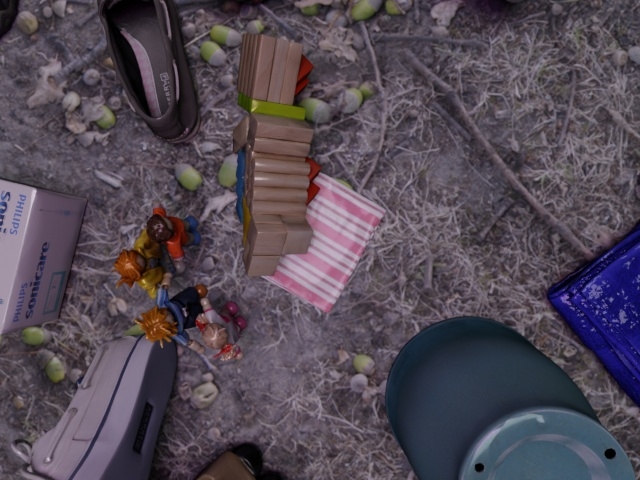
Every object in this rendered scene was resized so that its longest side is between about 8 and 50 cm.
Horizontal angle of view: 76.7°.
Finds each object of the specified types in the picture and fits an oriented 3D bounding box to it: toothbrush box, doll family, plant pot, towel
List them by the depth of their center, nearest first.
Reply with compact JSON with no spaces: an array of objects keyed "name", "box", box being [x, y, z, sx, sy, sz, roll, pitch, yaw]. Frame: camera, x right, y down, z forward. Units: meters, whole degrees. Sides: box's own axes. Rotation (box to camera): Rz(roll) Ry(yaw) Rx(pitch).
[{"name":"plant pot","box":[0.237,0.257,0.533,0.272,0.255,0.271,0,89,2]},{"name":"doll family","box":[-0.216,0.077,0.592,0.119,0.163,0.262,-28,89,2]},{"name":"towel","box":[0.533,0.135,0.607,0.228,0.076,0.308,-39,89,5]},{"name":"toothbrush box","box":[-0.556,-0.003,0.623,0.296,0.126,0.216,13,90,3]},{"name":"towel","box":[0.000,0.000,0.653,0.144,0.029,0.196,29,91,1]}]

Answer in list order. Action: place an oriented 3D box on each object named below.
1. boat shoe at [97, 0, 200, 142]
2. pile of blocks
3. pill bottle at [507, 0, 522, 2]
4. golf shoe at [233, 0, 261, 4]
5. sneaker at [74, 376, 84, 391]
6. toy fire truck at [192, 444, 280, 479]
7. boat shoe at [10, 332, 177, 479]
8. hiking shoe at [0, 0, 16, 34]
[{"name":"boat shoe","box":[-0.275,-0.319,0.628,0.112,0.095,0.334,-19,90,2]},{"name":"pile of blocks","box":[-0.062,-0.129,0.619,0.113,0.149,0.361,1,92,-26]},{"name":"pill bottle","box":[0.186,-0.515,0.557,0.363,0.210,0.210,31,91,2]},{"name":"golf shoe","box":[-0.083,-0.463,0.551,0.105,0.120,0.272,36,128,6]},{"name":"sneaker","box":[-0.357,0.282,0.655,0.058,0.052,0.135,-41,88,6]},{"name":"toy fire truck","box":[-0.162,0.484,0.616,0.246,0.158,0.217,-44,83,21]},{"name":"boat shoe","box":[-0.321,0.283,0.531,0.157,0.135,0.366,-4,45,6]},{"name":"hiking shoe","box":[-0.571,-0.355,0.628,0.086,0.114,0.226,27,90,1]}]
